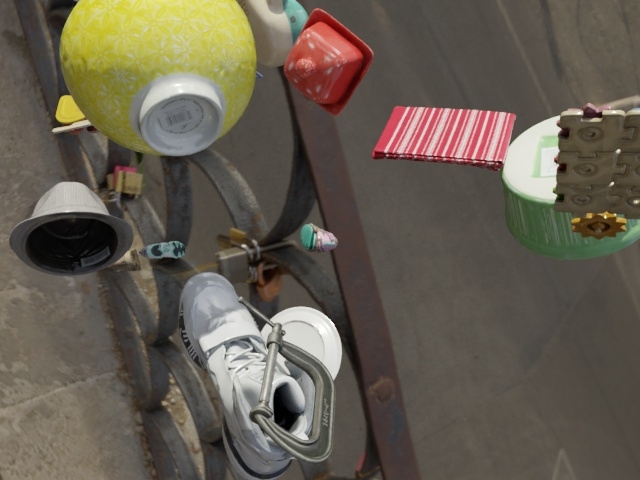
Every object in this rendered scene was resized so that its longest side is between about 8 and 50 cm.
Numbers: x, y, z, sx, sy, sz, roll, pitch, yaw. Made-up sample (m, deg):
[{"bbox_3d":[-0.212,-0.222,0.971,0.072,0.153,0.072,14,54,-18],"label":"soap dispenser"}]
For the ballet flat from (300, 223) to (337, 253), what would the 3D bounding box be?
[{"bbox_3d":[0.000,0.000,1.573,0.079,0.221,0.077,9,94,-13],"label":"ballet flat"}]

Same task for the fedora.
[{"bbox_3d":[-0.537,-0.035,1.267,0.244,0.275,0.124,-7,61,-18],"label":"fedora"}]

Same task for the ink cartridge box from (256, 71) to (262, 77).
[{"bbox_3d":[-0.259,-0.396,1.080,0.311,0.186,0.065,32,70,-52],"label":"ink cartridge box"}]

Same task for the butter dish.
[{"bbox_3d":[-0.007,-0.336,1.126,0.160,0.160,0.118,41,35,8],"label":"butter dish"}]

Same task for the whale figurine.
[{"bbox_3d":[-0.119,-0.557,1.394,0.141,0.216,0.272,-26,96,-25],"label":"whale figurine"}]

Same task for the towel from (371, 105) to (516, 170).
[{"bbox_3d":[0.264,-0.223,1.251,0.031,0.275,0.199,79,28,-42],"label":"towel"}]

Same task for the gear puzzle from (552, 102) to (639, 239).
[{"bbox_3d":[0.447,-0.095,0.887,0.339,0.175,0.044,60,39,-55],"label":"gear puzzle"}]

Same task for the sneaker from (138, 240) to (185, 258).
[{"bbox_3d":[-0.350,0.022,1.277,0.098,0.069,0.038,4,83,-51],"label":"sneaker"}]

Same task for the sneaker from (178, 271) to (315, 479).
[{"bbox_3d":[-0.115,0.192,0.932,0.137,0.210,0.366,-14,71,-29],"label":"sneaker"}]

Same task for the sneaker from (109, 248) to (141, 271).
[{"bbox_3d":[-0.564,0.059,1.678,0.071,0.188,0.066,-13,85,-10],"label":"sneaker"}]

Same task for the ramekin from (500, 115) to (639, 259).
[{"bbox_3d":[0.514,-0.122,1.180,0.303,0.303,0.148,-54,134,-25],"label":"ramekin"}]

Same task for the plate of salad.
[{"bbox_3d":[-0.046,0.239,1.225,0.048,0.200,0.200,37,63,-61],"label":"plate of salad"}]

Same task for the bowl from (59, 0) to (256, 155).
[{"bbox_3d":[-0.215,-0.216,0.843,0.289,0.289,0.156,2,49,-34],"label":"bowl"}]

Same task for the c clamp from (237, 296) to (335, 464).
[{"bbox_3d":[-0.039,0.147,0.599,0.137,0.022,0.160,35,27,-23],"label":"c clamp"}]

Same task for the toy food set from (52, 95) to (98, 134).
[{"bbox_3d":[-0.592,-0.320,1.478,0.071,0.128,0.218,68,10,-47],"label":"toy food set"}]
